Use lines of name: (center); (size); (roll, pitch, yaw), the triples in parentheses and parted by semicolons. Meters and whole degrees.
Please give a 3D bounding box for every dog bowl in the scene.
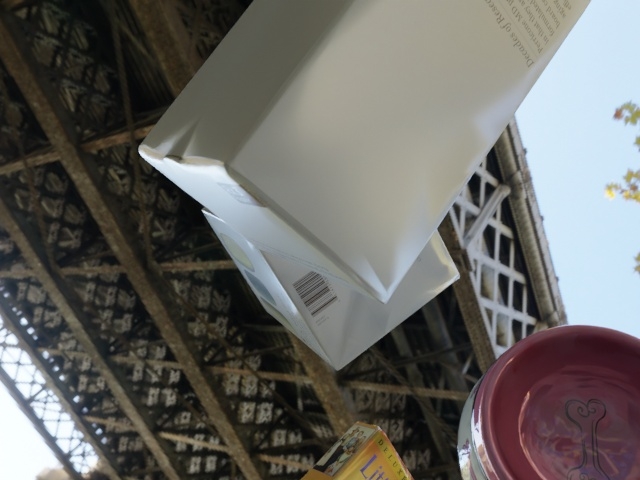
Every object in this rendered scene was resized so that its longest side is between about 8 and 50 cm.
dog bowl: (0.424, 0.314, 0.967); (0.408, 0.407, 0.150); (18, -30, 24)

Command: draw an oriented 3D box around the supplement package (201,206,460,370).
supplement package: (0.000, 0.000, 0.808); (0.199, 0.198, 0.263); (60, -14, -19)

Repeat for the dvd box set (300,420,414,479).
dvd box set: (-0.008, 0.467, 0.702); (0.062, 0.420, 0.307); (-9, -64, 57)

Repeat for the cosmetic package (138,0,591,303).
cosmetic package: (0.051, -0.165, 0.475); (0.156, 0.384, 0.217); (39, -8, -29)
